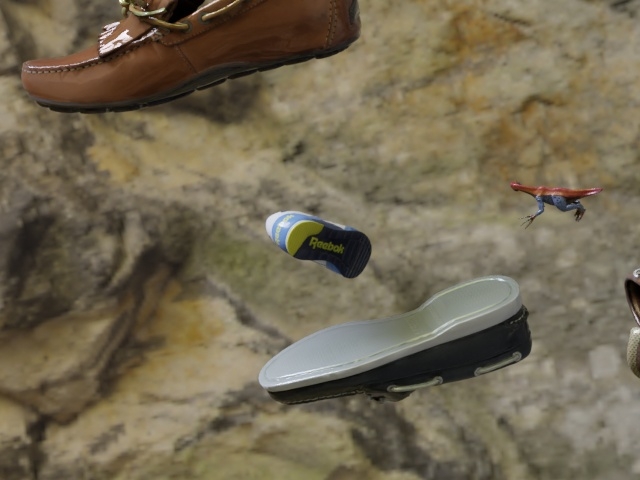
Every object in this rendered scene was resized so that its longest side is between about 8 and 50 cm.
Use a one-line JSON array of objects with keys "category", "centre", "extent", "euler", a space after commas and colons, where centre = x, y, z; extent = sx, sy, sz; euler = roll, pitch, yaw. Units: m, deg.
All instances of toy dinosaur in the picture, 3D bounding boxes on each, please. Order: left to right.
[{"category": "toy dinosaur", "centre": [0.255, -0.054, 1.437], "extent": [0.082, 0.090, 0.047], "euler": [32, -149, -4]}]

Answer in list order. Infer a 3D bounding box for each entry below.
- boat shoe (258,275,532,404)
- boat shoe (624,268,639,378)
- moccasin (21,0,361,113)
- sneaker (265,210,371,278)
[{"category": "boat shoe", "centre": [0.085, 0.133, 1.421], "extent": [0.114, 0.302, 0.091], "euler": [-92, -16, -65]}, {"category": "boat shoe", "centre": [0.263, 0.086, 0.905], "extent": [0.257, 0.095, 0.095], "euler": [-79, -21, -68]}, {"category": "moccasin", "centre": [-0.150, -0.231, 1.395], "extent": [0.139, 0.380, 0.147], "euler": [-55, -51, -64]}, {"category": "sneaker", "centre": [0.000, 0.000, 1.372], "extent": [0.144, 0.059, 0.053], "euler": [24, -90, -49]}]
